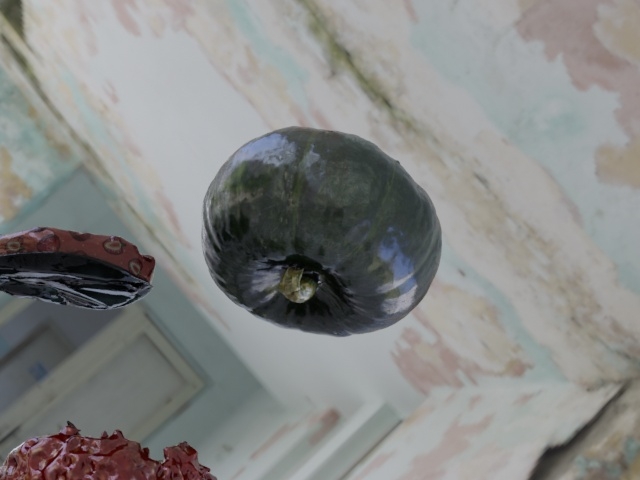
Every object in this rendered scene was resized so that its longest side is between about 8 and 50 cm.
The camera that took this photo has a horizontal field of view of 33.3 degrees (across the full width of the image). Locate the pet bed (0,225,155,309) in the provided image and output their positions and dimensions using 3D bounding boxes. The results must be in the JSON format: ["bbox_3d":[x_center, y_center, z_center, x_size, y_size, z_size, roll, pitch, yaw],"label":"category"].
[{"bbox_3d":[-0.284,0.035,1.195,0.201,0.053,0.201,2,-20,1],"label":"pet bed"}]

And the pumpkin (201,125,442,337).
[{"bbox_3d":[0.000,0.000,1.305,0.300,0.207,0.300,8,-38,6],"label":"pumpkin"}]

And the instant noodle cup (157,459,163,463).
[{"bbox_3d":[-0.318,0.428,1.602,0.178,0.240,0.240,4,-41,32],"label":"instant noodle cup"}]

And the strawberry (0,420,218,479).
[{"bbox_3d":[-0.215,0.328,1.100,0.261,0.257,0.261,5,-27,3],"label":"strawberry"}]
